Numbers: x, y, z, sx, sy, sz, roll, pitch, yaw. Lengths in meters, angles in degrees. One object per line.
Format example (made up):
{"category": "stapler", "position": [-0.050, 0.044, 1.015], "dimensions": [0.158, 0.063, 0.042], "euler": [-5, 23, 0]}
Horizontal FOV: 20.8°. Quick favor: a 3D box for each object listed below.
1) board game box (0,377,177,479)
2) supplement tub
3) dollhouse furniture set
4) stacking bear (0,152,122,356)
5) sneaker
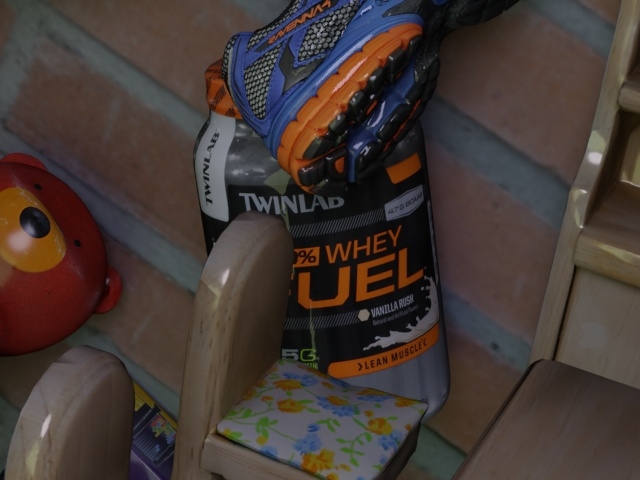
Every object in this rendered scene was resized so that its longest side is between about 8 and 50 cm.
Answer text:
{"category": "board game box", "position": [-0.114, 0.179, 1.062], "dimensions": [0.170, 0.048, 0.141], "euler": [45, 125, 1]}
{"category": "supplement tub", "position": [0.000, 0.000, 0.878], "dimensions": [0.117, 0.117, 0.190], "euler": [1, 111, 26]}
{"category": "dollhouse furniture set", "position": [0.134, 0.049, 0.671], "dimensions": [0.362, 0.394, 0.256], "euler": [18, 119, 17]}
{"category": "stacking bear", "position": [-0.240, 0.053, 0.926], "dimensions": [0.175, 0.289, 0.164], "euler": [53, 150, 9]}
{"category": "sneaker", "position": [0.037, -0.128, 0.774], "dimensions": [0.087, 0.083, 0.221], "euler": [37, 81, 23]}
